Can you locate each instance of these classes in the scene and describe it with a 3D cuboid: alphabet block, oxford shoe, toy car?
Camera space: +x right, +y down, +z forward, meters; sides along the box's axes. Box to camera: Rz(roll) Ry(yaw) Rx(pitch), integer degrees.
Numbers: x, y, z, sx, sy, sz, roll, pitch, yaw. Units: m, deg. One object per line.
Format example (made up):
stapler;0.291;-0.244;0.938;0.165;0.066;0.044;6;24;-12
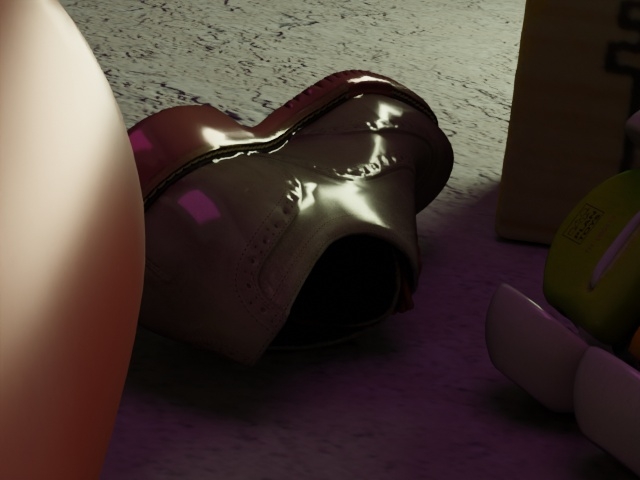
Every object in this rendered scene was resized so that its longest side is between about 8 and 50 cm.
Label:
alphabet block;0.224;-0.101;1.176;0.197;0.193;0.192;9;15;9
oxford shoe;0.000;0.000;0.962;0.130;0.123;0.348;40;26;15
toy car;0.178;0.034;0.843;0.136;0.159;0.182;37;0;-30

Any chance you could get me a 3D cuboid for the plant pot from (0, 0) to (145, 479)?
plant pot;-0.175;0.060;0.416;0.275;0.275;0.243;3;31;-9
